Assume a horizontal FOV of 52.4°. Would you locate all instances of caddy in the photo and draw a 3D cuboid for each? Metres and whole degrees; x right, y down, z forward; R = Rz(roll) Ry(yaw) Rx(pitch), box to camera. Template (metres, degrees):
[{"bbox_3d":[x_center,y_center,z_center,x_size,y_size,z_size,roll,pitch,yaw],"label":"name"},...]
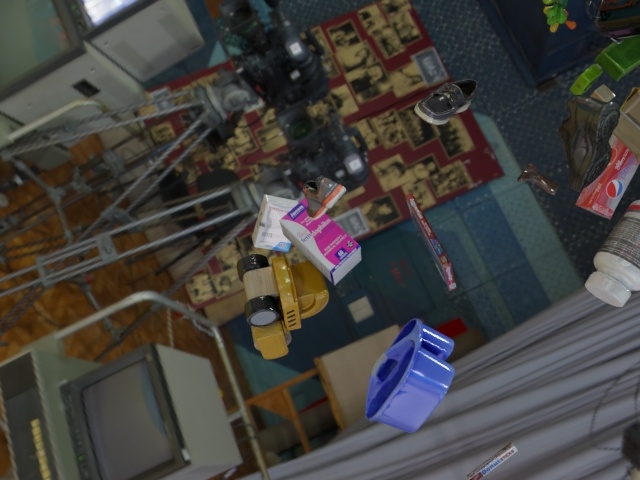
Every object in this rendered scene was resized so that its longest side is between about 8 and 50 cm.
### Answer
[{"bbox_3d":[0.236,0.381,1.849,0.179,0.341,0.241,25,33,-4],"label":"caddy"}]

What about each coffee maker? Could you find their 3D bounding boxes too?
[{"bbox_3d":[0.763,-0.543,1.557,0.178,0.171,0.120,11,-70,57],"label":"coffee maker"}]

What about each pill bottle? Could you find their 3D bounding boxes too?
[{"bbox_3d":[0.980,0.045,2.051,0.176,0.319,0.176,36,-5,4],"label":"pill bottle"}]

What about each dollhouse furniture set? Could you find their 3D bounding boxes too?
[{"bbox_3d":[0.884,-0.402,1.811,0.302,0.151,0.198,50,-19,13],"label":"dollhouse furniture set"}]

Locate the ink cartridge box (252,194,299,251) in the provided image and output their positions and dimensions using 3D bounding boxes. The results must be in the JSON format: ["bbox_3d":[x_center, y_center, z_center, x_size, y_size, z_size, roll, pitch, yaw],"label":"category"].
[{"bbox_3d":[-0.177,-0.068,2.613,0.086,0.148,0.203,-116,-140,-59],"label":"ink cartridge box"}]

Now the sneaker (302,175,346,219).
[{"bbox_3d":[-0.003,-0.088,1.218,0.065,0.061,0.158,41,-21,-5],"label":"sneaker"}]

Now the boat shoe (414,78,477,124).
[{"bbox_3d":[0.368,-0.410,1.878,0.103,0.092,0.285,44,41,16],"label":"boat shoe"}]

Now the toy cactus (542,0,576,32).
[{"bbox_3d":[0.703,-0.704,1.845,0.112,0.181,0.219,27,-11,24],"label":"toy cactus"}]

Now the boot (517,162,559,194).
[{"bbox_3d":[0.623,-0.163,1.854,0.114,0.037,0.106,43,48,6],"label":"boot"}]

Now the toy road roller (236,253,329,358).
[{"bbox_3d":[-0.100,0.181,1.910,0.330,0.240,0.203,85,-9,-54],"label":"toy road roller"}]

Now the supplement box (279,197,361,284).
[{"bbox_3d":[0.000,0.000,1.826,0.220,0.111,0.114,43,-12,19],"label":"supplement box"}]

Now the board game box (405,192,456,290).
[{"bbox_3d":[0.330,0.002,1.949,0.145,0.027,0.281,64,3,-55],"label":"board game box"}]

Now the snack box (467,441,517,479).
[{"bbox_3d":[0.539,0.700,2.044,0.022,0.178,0.064,52,3,10],"label":"snack box"}]

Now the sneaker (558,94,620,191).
[{"bbox_3d":[0.672,-0.252,1.664,0.130,0.109,0.286,40,-29,37],"label":"sneaker"}]

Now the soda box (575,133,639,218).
[{"bbox_3d":[0.925,-0.208,2.067,0.083,0.264,0.092,23,9,-17],"label":"soda box"}]
